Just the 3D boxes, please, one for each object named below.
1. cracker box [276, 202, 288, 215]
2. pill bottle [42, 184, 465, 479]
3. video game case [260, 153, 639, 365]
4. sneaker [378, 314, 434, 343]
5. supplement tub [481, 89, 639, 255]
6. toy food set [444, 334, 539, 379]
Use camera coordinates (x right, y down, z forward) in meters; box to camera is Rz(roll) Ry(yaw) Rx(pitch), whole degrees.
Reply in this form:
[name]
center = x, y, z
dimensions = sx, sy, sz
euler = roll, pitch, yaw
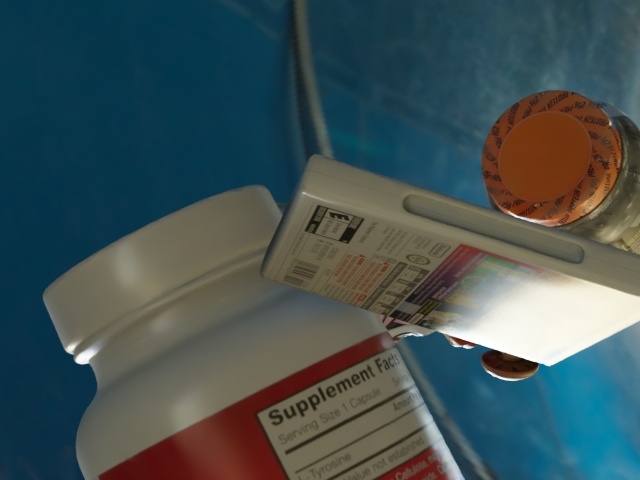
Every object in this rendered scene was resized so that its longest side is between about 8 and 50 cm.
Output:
[cracker box]
center = 0.000, 0.000, 1.472
dimensions = 0.156, 0.232, 0.067
euler = -143, 56, -80
[pill bottle]
center = -0.021, 0.180, 0.972
dimensions = 0.229, 0.407, 0.229
euler = -27, -7, -3
[video game case]
center = 0.067, 0.016, 0.758
dimensions = 0.201, 0.184, 0.023
euler = 121, 166, -74
[sneaker]
center = 0.102, 0.070, 1.683
dimensions = 0.178, 0.077, 0.072
euler = -27, 12, 31
[supplement tub]
center = 0.314, -0.045, 1.686
dimensions = 0.193, 0.193, 0.316
euler = -51, -33, 3
[toy food set]
center = 0.178, 0.077, 1.317
dimensions = 0.218, 0.128, 0.071
euler = -16, -63, -41
